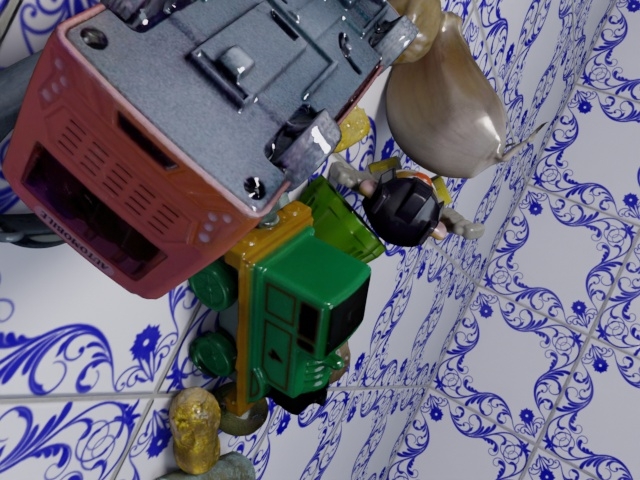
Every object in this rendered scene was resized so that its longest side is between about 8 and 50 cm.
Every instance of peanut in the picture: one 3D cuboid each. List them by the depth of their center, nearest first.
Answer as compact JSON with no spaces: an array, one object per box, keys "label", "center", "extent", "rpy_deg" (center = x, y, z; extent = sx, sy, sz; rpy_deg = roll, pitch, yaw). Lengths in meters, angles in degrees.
[{"label":"peanut","center":[-0.213,0.324,1.095],"extent":[0.087,0.087,0.206],"rpy_deg":[-40,148,-41]}]

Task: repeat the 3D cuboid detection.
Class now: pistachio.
[{"label":"pistachio","center":[0.157,-0.387,1.131],"extent":[0.185,0.108,0.126],"rpy_deg":[-63,179,-21]}]

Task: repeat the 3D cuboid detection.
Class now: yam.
[{"label":"yam","center":[-0.219,0.465,1.210],"extent":[0.259,0.093,0.093],"rpy_deg":[17,98,-65]}]

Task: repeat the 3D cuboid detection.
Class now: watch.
[{"label":"watch","center":[-0.266,-0.082,0.638],"extent":[0.206,0.068,0.193],"rpy_deg":[-49,150,-34]}]

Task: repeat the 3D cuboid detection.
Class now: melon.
[{"label":"melon","center":[-0.149,0.316,1.197],"extent":[0.099,0.099,0.162],"rpy_deg":[-59,156,-11]}]

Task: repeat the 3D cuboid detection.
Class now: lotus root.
[{"label":"lotus root","center":[0.000,0.000,1.148],"extent":[0.186,0.186,0.186],"rpy_deg":[-44,148,-37]}]

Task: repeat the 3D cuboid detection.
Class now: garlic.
[{"label":"garlic","center":[0.276,-0.253,1.261],"extent":[0.246,0.340,0.231],"rpy_deg":[-45,155,26]}]

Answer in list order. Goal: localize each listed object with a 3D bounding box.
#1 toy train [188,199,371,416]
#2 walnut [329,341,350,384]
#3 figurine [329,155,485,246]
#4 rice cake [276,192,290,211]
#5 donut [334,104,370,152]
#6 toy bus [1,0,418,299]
[{"label":"toy train","center":[-0.058,0.126,1.013],"extent":[0.178,0.249,0.429],"rpy_deg":[-38,144,-44]},{"label":"walnut","center":[-0.004,0.238,1.365],"extent":[0.140,0.140,0.162],"rpy_deg":[-20,139,-57]},{"label":"figurine","center":[0.164,-0.071,1.221],"extent":[0.308,0.308,0.143],"rpy_deg":[-24,124,-54]},{"label":"rice cake","center":[-0.077,-0.095,1.028],"extent":[0.207,0.033,0.033],"rpy_deg":[77,35,-52]},{"label":"donut","center":[-0.002,-0.218,1.001],"extent":[0.152,0.101,0.259],"rpy_deg":[-47,154,-22]},{"label":"toy bus","center":[-0.078,-0.152,0.622],"extent":[0.233,0.203,0.427],"rpy_deg":[-38,-167,40]}]
